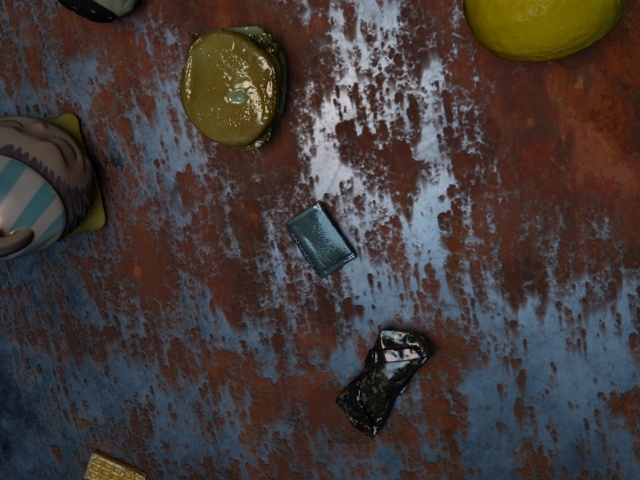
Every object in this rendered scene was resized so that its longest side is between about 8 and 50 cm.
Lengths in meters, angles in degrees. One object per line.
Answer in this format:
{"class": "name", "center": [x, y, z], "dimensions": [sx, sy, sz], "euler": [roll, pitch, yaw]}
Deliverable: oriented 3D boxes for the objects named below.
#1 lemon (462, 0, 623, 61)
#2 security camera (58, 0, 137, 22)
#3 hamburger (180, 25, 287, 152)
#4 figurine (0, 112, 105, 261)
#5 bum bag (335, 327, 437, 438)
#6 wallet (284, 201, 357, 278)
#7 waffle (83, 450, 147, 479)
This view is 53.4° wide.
{"class": "lemon", "center": [0.319, -0.383, 0.953], "dimensions": [0.219, 0.240, 0.240], "euler": [-16, 99, 24]}
{"class": "security camera", "center": [-0.433, -0.496, 1.094], "dimensions": [0.277, 0.197, 0.191], "euler": [27, 92, -6]}
{"class": "hamburger", "center": [-0.147, -0.265, 1.120], "dimensions": [0.189, 0.122, 0.215], "euler": [5, 107, 16]}
{"class": "figurine", "center": [-0.609, -0.066, 1.113], "dimensions": [0.361, 0.378, 0.266], "euler": [-27, 96, 13]}
{"class": "bum bag", "center": [0.116, 0.265, 1.213], "dimensions": [0.102, 0.069, 0.248], "euler": [40, 110, 25]}
{"class": "wallet", "center": [0.000, 0.000, 1.198], "dimensions": [0.088, 0.026, 0.129], "euler": [-32, 96, 19]}
{"class": "waffle", "center": [-0.451, 0.523, 1.393], "dimensions": [0.135, 0.021, 0.092], "euler": [21, 105, 5]}
